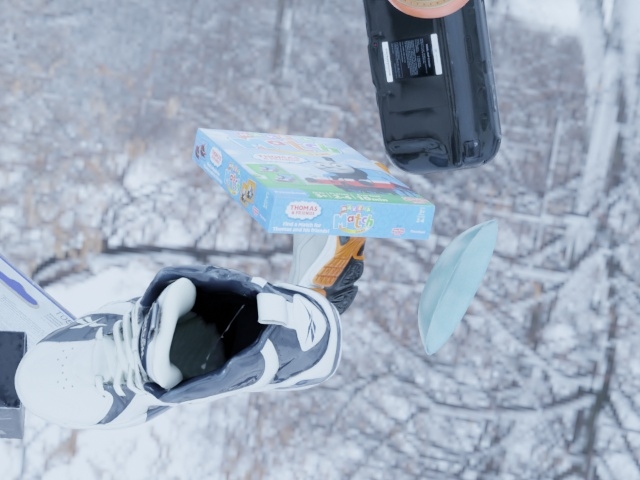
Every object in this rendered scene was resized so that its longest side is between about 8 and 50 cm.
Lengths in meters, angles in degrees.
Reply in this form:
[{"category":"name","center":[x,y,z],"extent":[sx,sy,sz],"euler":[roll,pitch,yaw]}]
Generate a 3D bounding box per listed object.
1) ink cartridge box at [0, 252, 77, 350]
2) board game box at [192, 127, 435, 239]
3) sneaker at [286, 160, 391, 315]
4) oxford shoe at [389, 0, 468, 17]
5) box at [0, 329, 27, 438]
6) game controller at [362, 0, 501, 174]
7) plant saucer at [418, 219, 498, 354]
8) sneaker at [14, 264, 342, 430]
[{"category":"ink cartridge box","center":[-0.496,0.078,1.818],"extent":[0.330,0.071,0.324],"euler":[-23,122,41]},{"category":"board game box","center":[-0.012,-0.055,1.175],"extent":[0.160,0.039,0.211],"euler":[2,-161,-26]},{"category":"sneaker","center":[0.000,0.000,1.679],"extent":[0.099,0.263,0.121],"euler":[15,-167,-48]},{"category":"oxford shoe","center":[0.088,-0.286,0.798],"extent":[0.096,0.272,0.098],"euler":[6,175,12]},{"category":"box","center":[-0.412,0.163,1.406],"extent":[0.155,0.093,0.158],"euler":[4,158,-11]},{"category":"game controller","center":[0.147,-0.250,1.688],"extent":[0.166,0.319,0.067],"euler":[-5,-172,28]},{"category":"plant saucer","center":[0.169,0.053,1.614],"extent":[0.037,0.195,0.195],"euler":[27,-165,17]},{"category":"sneaker","center":[-0.113,0.067,0.810],"extent":[0.234,0.094,0.153],"euler":[-4,164,14]}]
